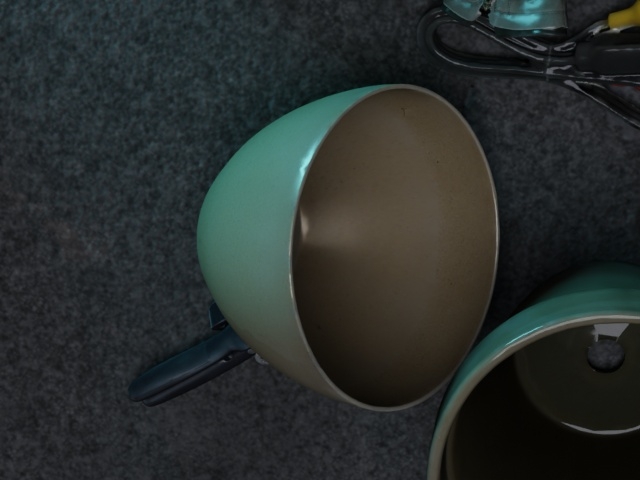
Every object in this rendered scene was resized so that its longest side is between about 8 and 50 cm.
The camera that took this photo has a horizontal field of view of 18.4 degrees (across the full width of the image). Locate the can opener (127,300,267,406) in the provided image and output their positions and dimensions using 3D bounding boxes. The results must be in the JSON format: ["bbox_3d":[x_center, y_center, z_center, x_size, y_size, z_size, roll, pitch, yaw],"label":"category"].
[{"bbox_3d":[-0.106,0.112,1.925,0.186,0.073,0.059,-35,143,21],"label":"can opener"}]

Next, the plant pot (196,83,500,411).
[{"bbox_3d":[0.000,0.000,1.772,0.191,0.284,0.284,6,117,41],"label":"plant pot"}]

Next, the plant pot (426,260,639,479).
[{"bbox_3d":[0.262,0.158,1.775,0.323,0.280,0.323,2,111,6],"label":"plant pot"}]

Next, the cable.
[{"bbox_3d":[0.234,-0.166,1.785,0.287,0.072,0.139,3,124,18],"label":"cable"}]

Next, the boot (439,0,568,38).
[{"bbox_3d":[0.211,-0.245,1.666,0.246,0.083,0.161,13,102,44],"label":"boot"}]
